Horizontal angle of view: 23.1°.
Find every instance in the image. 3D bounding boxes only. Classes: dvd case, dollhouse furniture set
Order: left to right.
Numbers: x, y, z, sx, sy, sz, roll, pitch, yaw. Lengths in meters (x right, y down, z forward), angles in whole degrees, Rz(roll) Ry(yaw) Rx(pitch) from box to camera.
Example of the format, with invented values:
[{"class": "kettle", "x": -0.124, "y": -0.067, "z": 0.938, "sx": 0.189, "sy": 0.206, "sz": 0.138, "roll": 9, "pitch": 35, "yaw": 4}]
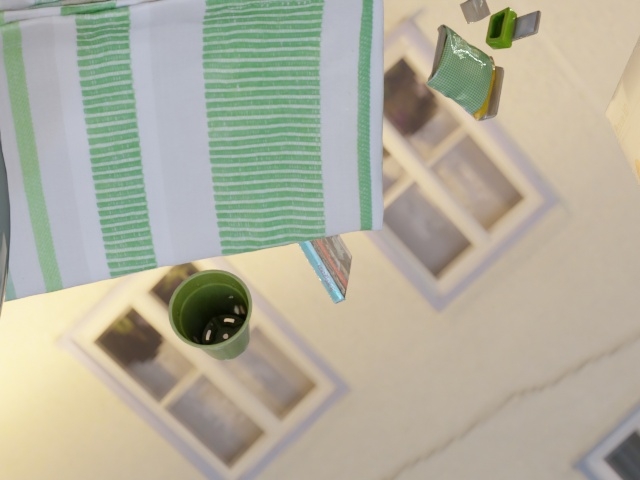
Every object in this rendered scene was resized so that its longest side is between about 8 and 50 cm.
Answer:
[{"class": "dvd case", "x": 0.000, "y": 0.000, "z": 1.399, "sx": 0.013, "sy": 0.087, "sz": 0.119, "roll": -28, "pitch": -166, "yaw": 14}, {"class": "dollhouse furniture set", "x": 0.145, "y": -0.180, "z": 1.311, "sx": 0.059, "sy": 0.076, "sz": 0.151, "roll": -13, "pitch": -125, "yaw": 43}]

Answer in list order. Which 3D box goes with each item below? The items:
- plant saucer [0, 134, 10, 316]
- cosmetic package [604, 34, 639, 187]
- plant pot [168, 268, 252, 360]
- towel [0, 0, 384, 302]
[{"class": "plant saucer", "x": -0.249, "y": 0.059, "z": 0.694, "sx": 0.100, "sy": 0.400, "sz": 0.400, "roll": 23, "pitch": -118, "yaw": 22}, {"class": "cosmetic package", "x": 0.343, "y": -0.043, "z": 1.235, "sx": 0.097, "sy": 0.284, "sz": 0.377, "roll": -21, "pitch": 168, "yaw": -1}, {"class": "plant pot", "x": -0.101, "y": 0.082, "z": 1.547, "sx": 0.083, "sy": 0.079, "sz": 0.083, "roll": -4, "pitch": -116, "yaw": 8}, {"class": "towel", "x": -0.114, "y": -0.070, "z": 1.059, "sx": 0.325, "sy": 0.248, "sz": 0.038, "roll": -12, "pitch": -138, "yaw": -10}]
